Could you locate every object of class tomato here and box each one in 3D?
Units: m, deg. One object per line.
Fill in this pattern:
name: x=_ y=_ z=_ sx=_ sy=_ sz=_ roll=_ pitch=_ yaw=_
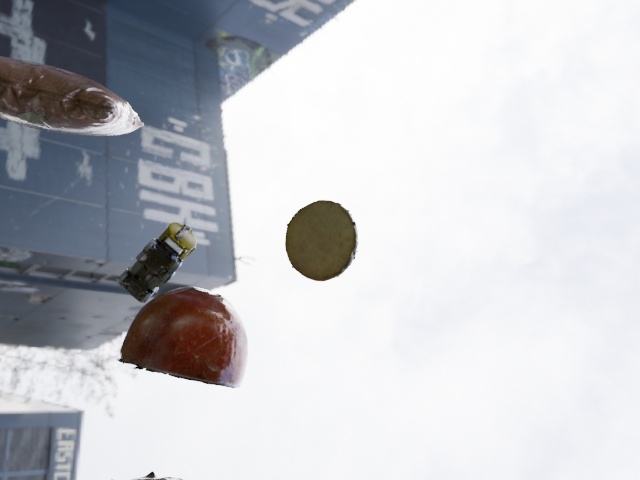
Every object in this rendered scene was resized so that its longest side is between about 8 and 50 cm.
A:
tomato: x=-0.220 y=0.158 z=1.185 sx=0.180 sy=0.214 sz=0.155 roll=4 pitch=-102 yaw=65

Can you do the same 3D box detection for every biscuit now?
biscuit: x=0.000 y=0.000 z=1.231 sx=0.152 sy=0.020 sz=0.152 roll=-4 pitch=-98 yaw=30

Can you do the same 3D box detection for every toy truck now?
toy truck: x=-0.216 y=0.029 z=0.929 sx=0.123 sy=0.052 sz=0.063 roll=-41 pitch=-170 yaw=37

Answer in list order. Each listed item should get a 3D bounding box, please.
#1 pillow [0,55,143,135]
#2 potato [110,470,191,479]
pillow: x=-0.371 y=-0.192 z=0.947 sx=0.223 sy=0.236 sz=0.084 roll=-175 pitch=-82 yaw=-81
potato: x=-0.079 y=0.292 z=0.424 sx=0.289 sy=0.301 sz=0.237 roll=50 pitch=-37 yaw=1
